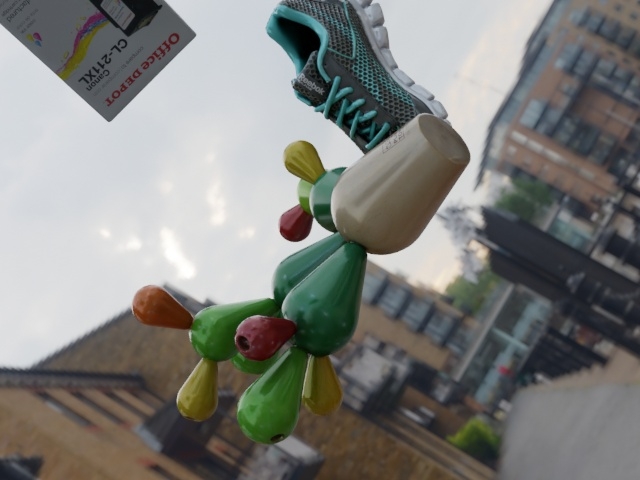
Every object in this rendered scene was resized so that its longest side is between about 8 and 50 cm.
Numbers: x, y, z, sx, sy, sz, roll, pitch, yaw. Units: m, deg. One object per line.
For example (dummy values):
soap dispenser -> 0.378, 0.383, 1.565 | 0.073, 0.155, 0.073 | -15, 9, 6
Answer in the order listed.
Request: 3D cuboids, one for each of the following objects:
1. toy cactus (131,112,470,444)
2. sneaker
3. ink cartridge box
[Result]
toy cactus -> 0.000, 0.000, 0.600 | 0.180, 0.112, 0.219 | -47, 6, 31
sneaker -> 0.018, -0.087, 0.707 | 0.076, 0.166, 0.065 | -7, -34, -38
ink cartridge box -> -0.225, -0.220, 1.116 | 0.127, 0.072, 0.175 | -45, -55, 1
